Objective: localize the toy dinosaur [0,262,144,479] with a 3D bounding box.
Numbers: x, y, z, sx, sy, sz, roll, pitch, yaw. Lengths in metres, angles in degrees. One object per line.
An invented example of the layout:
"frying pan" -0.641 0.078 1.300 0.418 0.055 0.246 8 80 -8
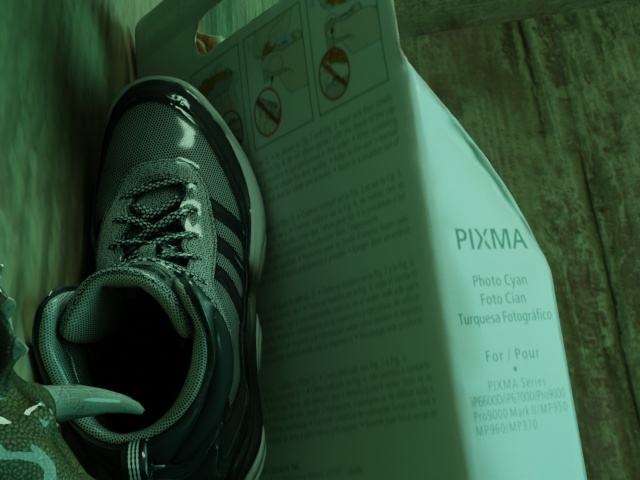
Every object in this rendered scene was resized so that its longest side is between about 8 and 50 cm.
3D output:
"toy dinosaur" -0.131 -0.028 0.288 0.160 0.121 0.314 -122 -163 -70

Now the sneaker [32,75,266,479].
"sneaker" -0.085 0.014 0.674 0.153 0.101 0.269 68 14 -70

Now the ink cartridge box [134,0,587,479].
"ink cartridge box" 0.000 0.000 0.784 0.308 0.091 0.385 -21 -108 53

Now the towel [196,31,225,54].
"towel" -0.092 -0.084 0.930 0.110 0.027 0.148 18 -56 50
